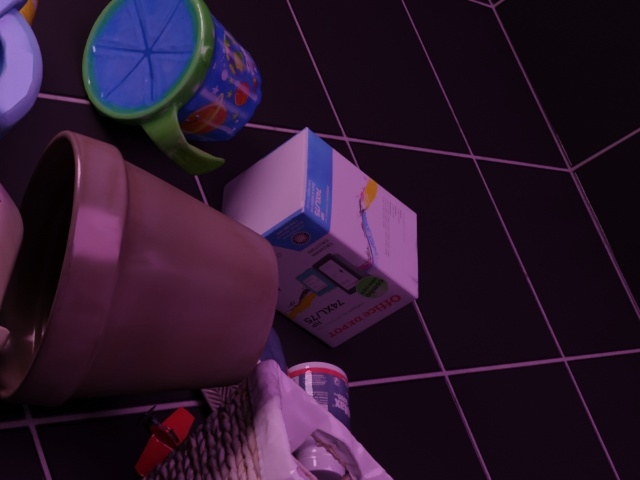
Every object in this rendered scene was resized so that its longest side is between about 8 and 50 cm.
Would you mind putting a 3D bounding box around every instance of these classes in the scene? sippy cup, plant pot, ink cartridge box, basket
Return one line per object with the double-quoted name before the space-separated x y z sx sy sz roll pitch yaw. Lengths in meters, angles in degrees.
"sippy cup" -0.215 -0.262 2.090 0.224 0.240 0.305 26 81 -56
"plant pot" -0.213 0.058 1.593 0.280 0.323 0.323 14 48 -23
"ink cartridge box" 0.000 0.000 2.158 0.270 0.198 0.197 36 37 -30
"basket" -0.036 0.384 1.600 0.328 0.266 0.331 46 6 -18

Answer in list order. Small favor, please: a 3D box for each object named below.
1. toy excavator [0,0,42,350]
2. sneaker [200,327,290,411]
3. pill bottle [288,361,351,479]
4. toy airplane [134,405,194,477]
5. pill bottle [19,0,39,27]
"toy excavator" -0.444 -0.127 1.592 0.445 0.222 0.433 46 58 -10
"sneaker" -0.145 0.114 1.941 0.350 0.131 0.148 66 23 5
"pill bottle" -0.007 0.283 1.984 0.108 0.108 0.180 32 40 -36
"toy airplane" -0.190 0.289 1.799 0.151 0.028 0.151 33 40 -33
"pill bottle" -0.465 -0.297 1.847 0.119 0.119 0.208 37 36 -30
